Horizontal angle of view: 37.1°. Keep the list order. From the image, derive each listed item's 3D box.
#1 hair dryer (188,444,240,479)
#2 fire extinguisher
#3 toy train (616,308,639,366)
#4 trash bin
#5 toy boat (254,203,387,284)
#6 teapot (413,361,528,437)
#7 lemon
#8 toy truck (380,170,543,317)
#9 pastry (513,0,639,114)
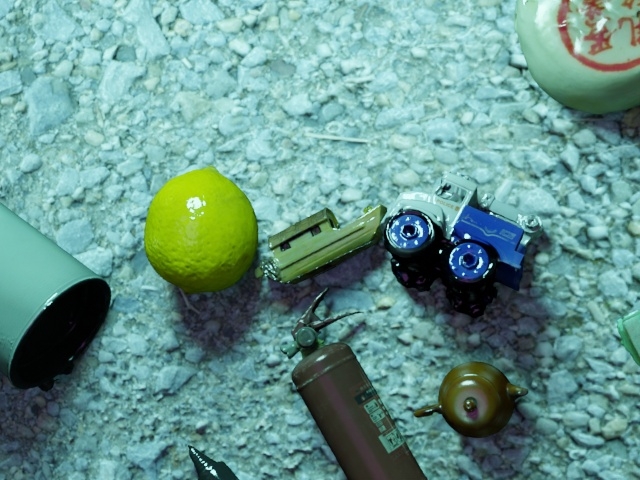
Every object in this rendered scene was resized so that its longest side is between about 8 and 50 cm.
[{"bbox_3d":[-0.107,0.461,1.484,0.352,0.107,0.189,44,103,22],"label":"hair dryer"},{"bbox_3d":[0.054,0.235,1.432,0.147,0.106,0.337,-28,79,-10],"label":"fire extinguisher"},{"bbox_3d":[0.559,0.088,1.256,0.326,0.129,0.159,-29,84,15],"label":"toy train"},{"bbox_3d":[-0.511,0.079,1.551,0.262,0.217,0.277,33,132,16],"label":"trash bin"},{"bbox_3d":[0.000,0.000,1.469,0.226,0.068,0.088,-28,74,15],"label":"toy boat"},{"bbox_3d":[0.216,0.232,1.370,0.173,0.116,0.116,-15,84,17],"label":"teapot"},{"bbox_3d":[-0.182,-0.016,1.473,0.178,0.178,0.203,10,90,18],"label":"lemon"},{"bbox_3d":[0.200,-0.006,1.375,0.213,0.161,0.177,26,76,17],"label":"toy truck"},{"bbox_3d":[0.397,-0.304,1.321,0.264,0.133,0.265,-2,83,19],"label":"pastry"}]
